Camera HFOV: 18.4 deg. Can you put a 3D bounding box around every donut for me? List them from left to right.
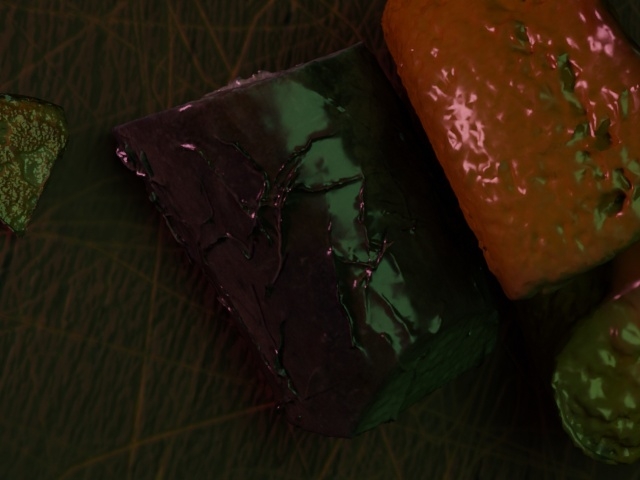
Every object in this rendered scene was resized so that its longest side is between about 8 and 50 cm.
[{"bbox_3d":[0.177,-0.046,1.457,0.163,0.435,0.377,-27,47,5],"label":"donut"}]

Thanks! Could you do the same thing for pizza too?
[{"bbox_3d":[-0.234,-0.052,1.428,0.123,0.026,0.108,-7,83,-29],"label":"pizza"}]

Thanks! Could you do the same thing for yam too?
[{"bbox_3d":[0.004,-0.002,1.442,0.202,0.201,0.271,-26,96,-27],"label":"yam"}]
